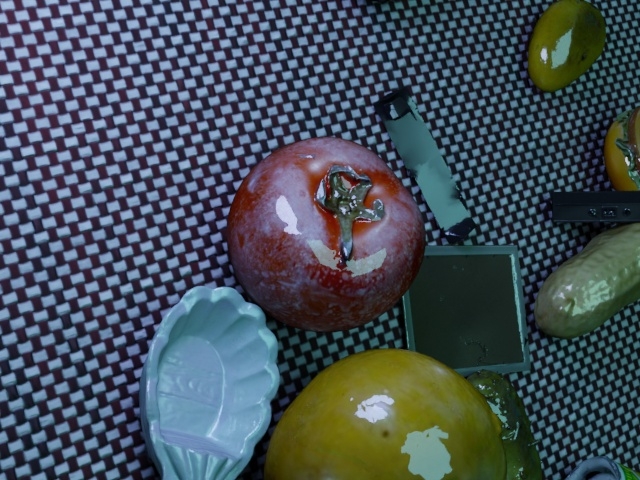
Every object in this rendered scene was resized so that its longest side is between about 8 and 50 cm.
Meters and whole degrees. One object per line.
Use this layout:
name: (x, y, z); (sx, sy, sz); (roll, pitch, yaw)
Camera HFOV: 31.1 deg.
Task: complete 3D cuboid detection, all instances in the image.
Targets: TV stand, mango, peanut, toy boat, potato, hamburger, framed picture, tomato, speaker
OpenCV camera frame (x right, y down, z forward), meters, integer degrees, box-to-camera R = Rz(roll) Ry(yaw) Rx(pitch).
TV stand: (0.168, -0.118, 1.827); (0.049, 0.040, 0.256); (-39, 105, -45)
mango: (0.436, -0.345, 2.045); (0.137, 0.098, 0.195); (41, 65, -29)
peanut: (0.489, 0.067, 1.978); (0.319, 0.147, 0.147); (-35, 103, -26)
toy boat: (-0.159, 0.206, 1.485); (0.199, 0.100, 0.290); (20, 69, -32)
potato: (0.287, 0.307, 1.809); (0.117, 0.090, 0.225); (-28, 98, -37)
hamburger: (0.612, -0.140, 2.085); (0.246, 0.170, 0.246); (16, 62, -32)
framed picture: (0.232, 0.113, 1.852); (0.273, 0.016, 0.216); (1, 80, -37)
tomato: (0.000, 0.000, 1.567); (0.270, 0.227, 0.270); (11, 57, -18)
speaker: (0.496, -0.058, 1.984); (0.046, 0.191, 0.040); (-76, 163, -56)

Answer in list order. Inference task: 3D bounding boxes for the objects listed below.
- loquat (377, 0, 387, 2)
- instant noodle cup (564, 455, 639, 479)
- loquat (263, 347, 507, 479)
loquat: (0.090, -0.473, 1.760); (0.179, 0.179, 0.227); (-45, 110, -34)
instant noodle cup: (0.523, 0.473, 1.901); (0.233, 0.207, 0.207); (33, 63, -21)
loquat: (0.105, 0.308, 1.512); (0.328, 0.359, 0.328); (-15, 114, -35)
